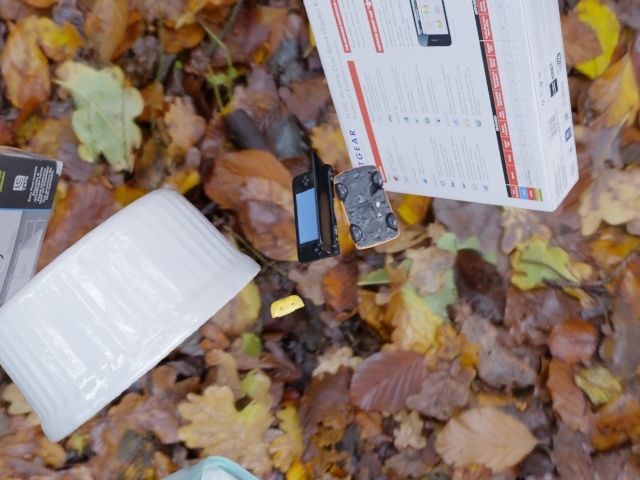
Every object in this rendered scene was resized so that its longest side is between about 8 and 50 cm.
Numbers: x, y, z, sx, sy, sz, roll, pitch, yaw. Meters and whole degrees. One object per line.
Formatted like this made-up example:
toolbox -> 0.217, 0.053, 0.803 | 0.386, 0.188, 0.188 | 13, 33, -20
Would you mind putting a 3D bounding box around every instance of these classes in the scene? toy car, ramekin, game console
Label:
toy car -> 0.000, 0.000, 0.573 | 0.122, 0.040, 0.060 | -36, 89, -11
ramekin -> -0.211, 0.068, 0.851 | 0.277, 0.277, 0.135 | -39, 94, 12
game console -> -0.017, -0.039, 1.038 | 0.107, 0.071, 0.122 | -16, 74, 44

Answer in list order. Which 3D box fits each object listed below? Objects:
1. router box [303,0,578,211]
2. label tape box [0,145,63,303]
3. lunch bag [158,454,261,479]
router box -> 0.146, -0.210, 1.008 | 0.301, 0.082, 0.335 | 11, 132, 38
label tape box -> -0.532, -0.023, 1.173 | 0.106, 0.334, 0.240 | 17, 96, 13
lunch bag -> -0.143, 0.293, 0.693 | 0.223, 0.262, 0.160 | -23, 58, 7
